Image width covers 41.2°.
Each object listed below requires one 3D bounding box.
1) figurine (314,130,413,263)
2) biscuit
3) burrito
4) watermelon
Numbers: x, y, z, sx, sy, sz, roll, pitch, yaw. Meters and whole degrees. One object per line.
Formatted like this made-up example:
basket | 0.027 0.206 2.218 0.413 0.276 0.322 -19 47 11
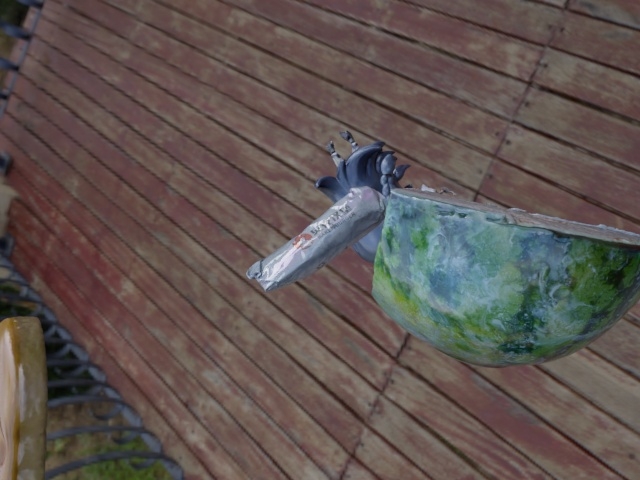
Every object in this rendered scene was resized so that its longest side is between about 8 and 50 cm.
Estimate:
figurine | 0.104 -0.078 1.679 0.175 0.265 0.197 -30 22 15
biscuit | -0.259 0.143 0.703 0.170 0.050 0.170 -179 90 -66
burrito | 0.000 0.001 1.048 0.203 0.064 0.064 -36 46 -15
watermelon | 0.210 0.031 0.882 0.224 0.305 0.180 96 -174 -54
